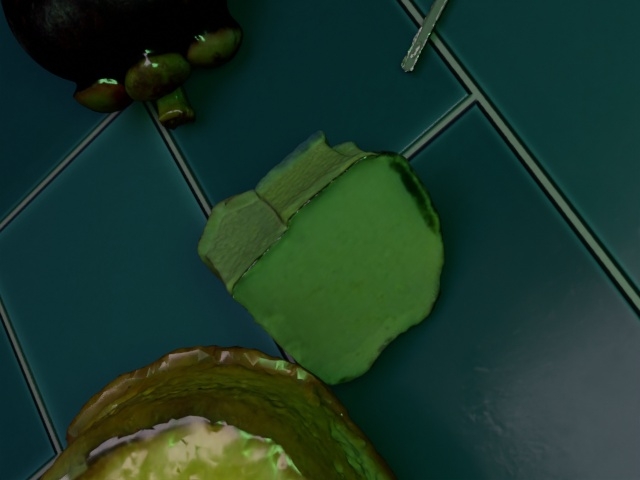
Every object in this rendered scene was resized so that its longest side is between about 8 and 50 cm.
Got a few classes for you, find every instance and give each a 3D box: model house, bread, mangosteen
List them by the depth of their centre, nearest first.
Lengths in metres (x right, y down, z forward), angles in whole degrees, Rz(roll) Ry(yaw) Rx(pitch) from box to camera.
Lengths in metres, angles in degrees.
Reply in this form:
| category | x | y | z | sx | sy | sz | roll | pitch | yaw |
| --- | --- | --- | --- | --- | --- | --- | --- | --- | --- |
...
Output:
| category | x | y | z | sx | sy | sz | roll | pitch | yaw |
| --- | --- | --- | --- | --- | --- | --- | --- | --- | --- |
| bread | -0.101 | 0.299 | 0.959 | 0.397 | 0.215 | 0.398 | 0 | 91 | 6 |
| model house | 0.000 | 0.000 | 1.075 | 0.214 | 0.195 | 0.189 | -47 | 34 | -3 |
| mangosteen | -0.225 | -0.273 | 1.229 | 0.274 | 0.275 | 0.302 | -17 | 103 | 27 |

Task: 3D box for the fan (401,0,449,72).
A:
| category | x | y | z | sx | sy | sz | roll | pitch | yaw |
| --- | --- | --- | --- | --- | --- | --- | --- | --- | --- |
| fan | 0.155 | -0.351 | 1.127 | 0.294 | 0.012 | 0.223 | -38 | 62 | 17 |
